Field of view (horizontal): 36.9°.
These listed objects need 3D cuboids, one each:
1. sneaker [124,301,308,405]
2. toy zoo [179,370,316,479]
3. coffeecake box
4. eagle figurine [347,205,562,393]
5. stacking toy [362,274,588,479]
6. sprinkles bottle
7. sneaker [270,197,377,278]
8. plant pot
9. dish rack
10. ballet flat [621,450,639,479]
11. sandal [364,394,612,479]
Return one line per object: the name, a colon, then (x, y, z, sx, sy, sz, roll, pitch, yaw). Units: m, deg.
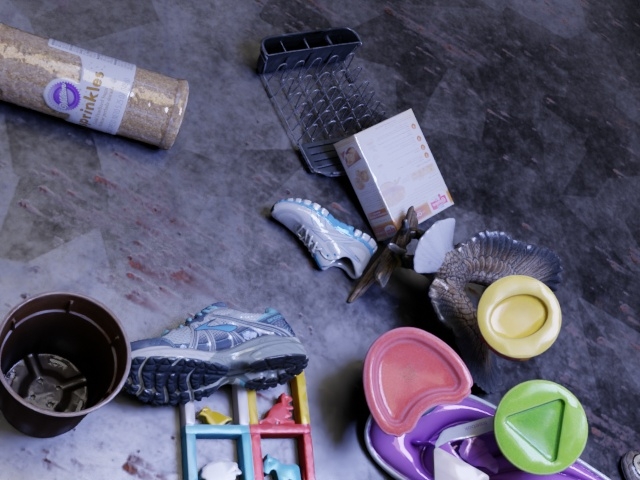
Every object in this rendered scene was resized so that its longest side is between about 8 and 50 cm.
sneaker: (-0.164, 0.153, 1.361, 0.283, 0.110, 0.122, 1, 46, -30)
toy zoo: (-0.106, 0.280, 1.381, 0.192, 0.030, 0.293, 5, 61, -22)
coffeecake box: (0.128, -0.114, 1.657, 0.142, 0.068, 0.185, -28, 95, -34)
eagle figurine: (0.238, 0.074, 1.564, 0.298, 0.226, 0.225, 35, 35, 2)
stacking toy: (0.226, 0.227, 1.407, 0.309, 0.130, 0.280, -21, 78, -3)
sprinkles bottle: (-0.388, -0.245, 1.487, 0.355, 0.121, 0.121, 15, 58, -17)
sneaker: (0.000, 0.000, 1.567, 0.190, 0.071, 0.083, 27, 60, -9)
plant pot: (-0.345, 0.173, 1.245, 0.167, 0.165, 0.167, 11, 59, -19)
dish rack: (0.018, -0.245, 1.709, 0.208, 0.074, 0.271, -16, 71, -30)
ballet flat: (0.613, 0.442, 1.612, 0.250, 0.058, 0.084, 43, 53, 2)
sandal: (0.269, 0.326, 1.418, 0.416, 0.102, 0.169, 20, 70, 8)
